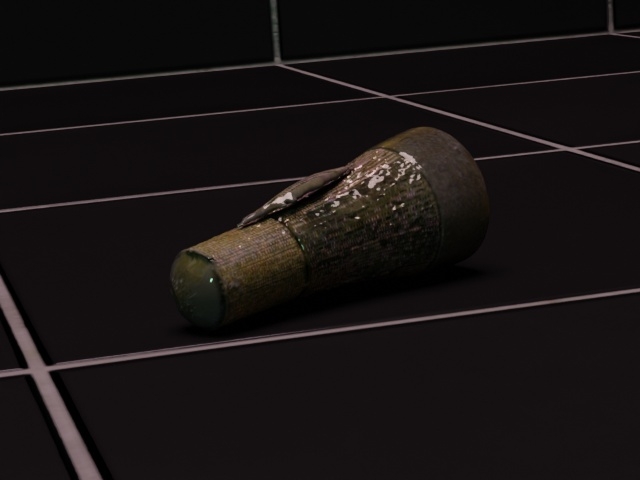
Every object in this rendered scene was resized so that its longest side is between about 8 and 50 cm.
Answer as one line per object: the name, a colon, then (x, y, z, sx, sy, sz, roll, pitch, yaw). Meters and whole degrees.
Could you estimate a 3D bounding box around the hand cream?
hand cream: (0.000, 0.000, 0.970, 0.203, 0.084, 0.084, -21, 19, -38)
